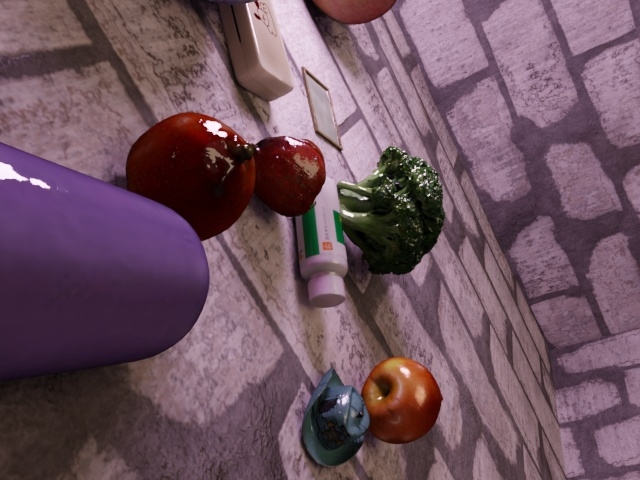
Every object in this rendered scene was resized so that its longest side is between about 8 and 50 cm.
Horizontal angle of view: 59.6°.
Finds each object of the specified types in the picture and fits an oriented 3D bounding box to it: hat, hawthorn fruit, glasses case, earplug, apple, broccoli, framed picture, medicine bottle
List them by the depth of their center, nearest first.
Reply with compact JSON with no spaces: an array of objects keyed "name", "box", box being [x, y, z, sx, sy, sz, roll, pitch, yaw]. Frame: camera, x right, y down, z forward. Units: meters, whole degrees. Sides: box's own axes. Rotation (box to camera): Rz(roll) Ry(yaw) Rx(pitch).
[{"name":"earplug","box":[-0.263,0.016,0.448,0.456,0.215,0.215,17,55,-63]},{"name":"hawthorn fruit","box":[-0.159,-0.085,0.737,0.169,0.188,0.169,43,40,-51]},{"name":"hat","box":[0.041,0.296,0.951,0.138,0.078,0.191,66,25,-8]},{"name":"hawthorn fruit","box":[-0.071,-0.129,1.011,0.172,0.148,0.148,30,41,-25]},{"name":"apple","box":[0.156,0.309,1.078,0.139,0.163,0.163,36,39,-36]},{"name":"medicine bottle","box":[0.000,0.000,1.090,0.095,0.095,0.260,36,41,-48]},{"name":"glasses case","box":[-0.147,-0.458,1.192,0.131,0.070,0.313,14,58,-60]},{"name":"broccoli","box":[0.152,-0.072,1.284,0.275,0.308,0.308,15,46,-12]},{"name":"framed picture","box":[0.005,-0.346,1.473,0.136,0.010,0.201,24,50,-57]},{"name":"apple","box":[0.082,-0.826,1.665,0.269,0.345,0.345,3,66,-43]}]

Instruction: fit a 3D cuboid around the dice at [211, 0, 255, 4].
[{"name":"dice","box":[-0.167,-0.610,0.979,0.270,0.270,0.271,-1,70,-44]}]
